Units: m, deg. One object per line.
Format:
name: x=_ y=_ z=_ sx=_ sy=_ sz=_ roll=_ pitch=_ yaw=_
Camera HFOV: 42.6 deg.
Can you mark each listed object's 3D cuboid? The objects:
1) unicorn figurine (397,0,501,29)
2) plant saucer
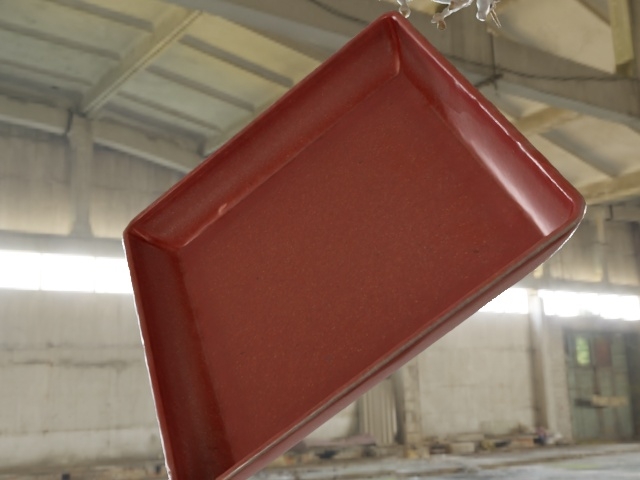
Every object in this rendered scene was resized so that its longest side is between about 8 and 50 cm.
unicorn figurine: x=0.151 y=-0.298 z=0.999 sx=0.162 sy=0.111 sz=0.060 roll=32 pitch=-41 yaw=0
plant saucer: x=0.000 y=0.000 z=0.510 sx=0.259 sy=0.258 sz=0.048 roll=-37 pitch=-50 yaw=9
